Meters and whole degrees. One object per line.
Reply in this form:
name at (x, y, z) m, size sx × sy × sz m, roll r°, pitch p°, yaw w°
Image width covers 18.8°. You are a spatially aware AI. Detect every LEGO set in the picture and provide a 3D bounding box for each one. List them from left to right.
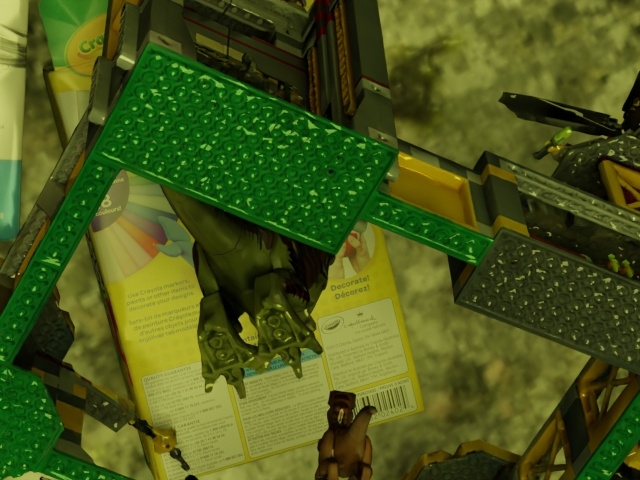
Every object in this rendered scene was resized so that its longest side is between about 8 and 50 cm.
LEGO set at (0.000, 0.000, 0.786) m, size 0.331 × 0.192 × 0.255 m, roll 15°, pitch 121°, yaw -12°

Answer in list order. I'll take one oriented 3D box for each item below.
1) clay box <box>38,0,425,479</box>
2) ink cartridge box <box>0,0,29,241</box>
clay box at (-0.042, -0.015, 0.863) m, size 0.127 × 0.053 × 0.222 m, roll -15°, pitch 99°, yaw -10°
ink cartridge box at (-0.177, -0.093, 0.823) m, size 0.104 × 0.060 × 0.180 m, roll 3°, pitch 97°, yaw -11°
